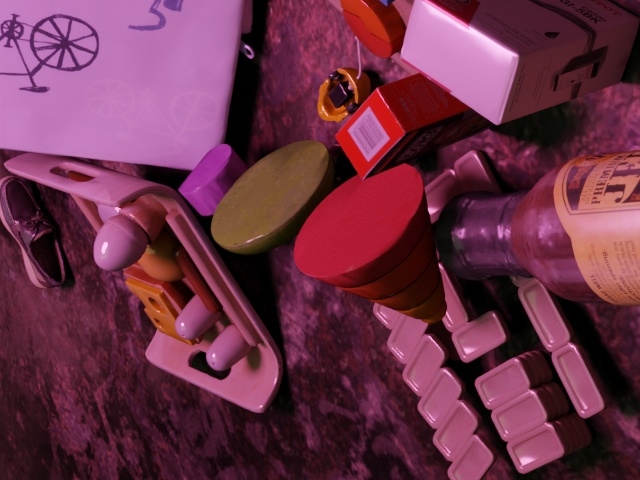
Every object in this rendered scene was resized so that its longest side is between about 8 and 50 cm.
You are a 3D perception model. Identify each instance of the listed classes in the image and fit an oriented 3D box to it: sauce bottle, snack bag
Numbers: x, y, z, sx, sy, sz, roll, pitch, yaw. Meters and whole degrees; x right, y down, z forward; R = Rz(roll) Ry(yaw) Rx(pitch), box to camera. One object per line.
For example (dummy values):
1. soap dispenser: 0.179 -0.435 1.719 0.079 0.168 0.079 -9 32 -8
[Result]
1. sauce bottle: 0.218 -0.008 0.968 0.344 0.111 0.111 -4 106 51
2. snack bag: -0.218 -0.211 1.278 0.037 0.323 0.342 -95 13 -52

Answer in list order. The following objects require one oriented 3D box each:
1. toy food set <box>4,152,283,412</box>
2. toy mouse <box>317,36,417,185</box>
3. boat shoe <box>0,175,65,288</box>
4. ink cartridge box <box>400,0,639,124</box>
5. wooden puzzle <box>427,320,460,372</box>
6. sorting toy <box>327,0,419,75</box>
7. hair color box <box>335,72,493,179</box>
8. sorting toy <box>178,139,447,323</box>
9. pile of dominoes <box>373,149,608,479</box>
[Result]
1. toy food set: -0.186 0.043 1.454 0.220 0.092 0.306 17 144 47
2. toy mouse: 0.047 -0.080 1.211 0.143 0.031 0.161 58 144 14
3. boat shoe: -0.353 -0.011 1.742 0.049 0.056 0.152 -3 116 47
4. ink cartridge box: 0.140 -0.140 0.975 0.099 0.135 0.056 39 133 32
5. wooden puzzle: 0.098 0.067 1.245 0.078 0.014 0.116 28 129 35
6. sorting toy: -0.018 -0.254 1.092 0.307 0.041 0.229 45 169 23
7. hair color box: 0.087 -0.099 1.058 0.043 0.141 0.072 58 143 11
8. sorting toy: 0.000 0.000 1.228 0.126 0.127 0.365 49 165 -28
9. pile of dominoes: 0.137 0.074 1.186 0.196 0.040 0.251 -38 72 46
